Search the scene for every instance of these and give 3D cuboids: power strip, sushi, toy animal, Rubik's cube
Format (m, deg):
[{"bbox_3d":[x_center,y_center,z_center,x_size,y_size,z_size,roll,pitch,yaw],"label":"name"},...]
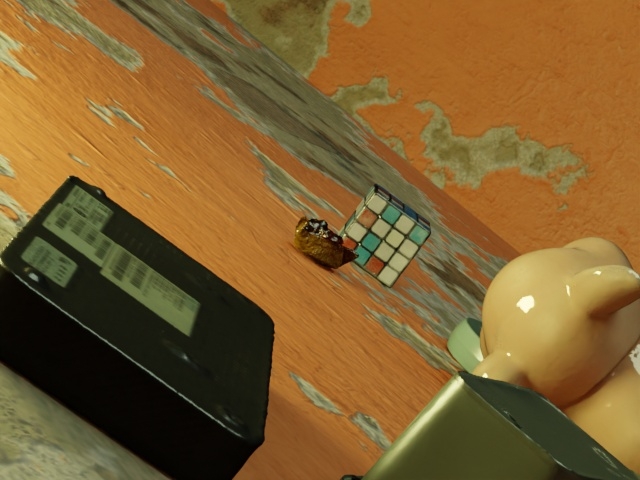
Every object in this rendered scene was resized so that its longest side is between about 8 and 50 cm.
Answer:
[{"bbox_3d":[0.229,0.153,2.101,0.137,0.044,0.216,41,11,27],"label":"power strip"},{"bbox_3d":[0.000,0.000,1.998,0.099,0.047,0.050,29,9,-47],"label":"sushi"},{"bbox_3d":[0.311,0.151,1.902,0.326,0.237,0.269,58,15,27],"label":"toy animal"},{"bbox_3d":[0.081,-0.007,2.188,0.092,0.092,0.092,36,8,-4],"label":"Rubik's cube"}]

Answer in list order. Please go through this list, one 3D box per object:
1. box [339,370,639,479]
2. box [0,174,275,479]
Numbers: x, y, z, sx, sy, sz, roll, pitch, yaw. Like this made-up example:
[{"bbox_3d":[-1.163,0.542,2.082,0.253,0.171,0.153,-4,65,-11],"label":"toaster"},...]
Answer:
[{"bbox_3d":[0.141,0.195,1.292,0.163,0.135,0.243,41,11,27],"label":"box"},{"bbox_3d":[-0.132,0.056,1.218,0.211,0.058,0.350,35,9,-8],"label":"box"}]
